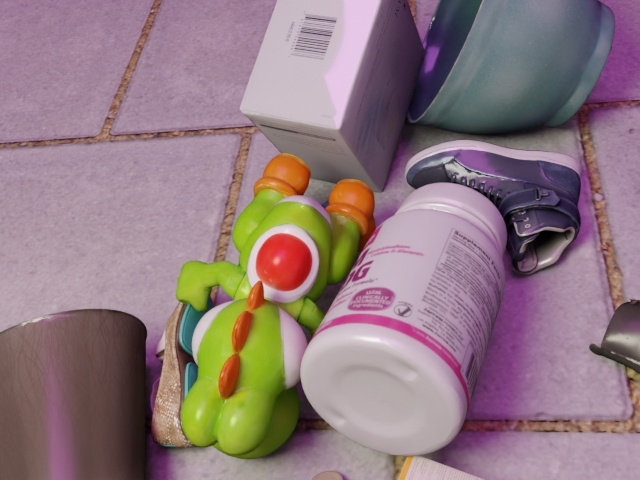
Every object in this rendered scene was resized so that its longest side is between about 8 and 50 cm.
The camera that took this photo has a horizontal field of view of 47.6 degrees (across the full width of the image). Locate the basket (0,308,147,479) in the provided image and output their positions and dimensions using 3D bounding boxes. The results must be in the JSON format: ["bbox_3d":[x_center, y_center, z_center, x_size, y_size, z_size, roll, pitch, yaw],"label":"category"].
[{"bbox_3d":[-0.267,0.213,0.762,0.204,0.154,0.227,-18,53,-4],"label":"basket"}]

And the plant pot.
[{"bbox_3d":[0.264,-0.266,0.980,0.196,0.293,0.293,19,53,-8],"label":"plant pot"}]

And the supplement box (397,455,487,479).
[{"bbox_3d":[0.127,0.249,0.701,0.098,0.062,0.036,14,55,23],"label":"supplement box"}]

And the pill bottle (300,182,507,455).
[{"bbox_3d":[0.103,0.067,0.765,0.160,0.160,0.283,11,39,20],"label":"pill bottle"}]

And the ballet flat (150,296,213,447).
[{"bbox_3d":[-0.167,0.145,0.848,0.067,0.073,0.206,-22,43,20],"label":"ballet flat"}]

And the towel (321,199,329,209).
[{"bbox_3d":[0.000,0.000,0.954,0.067,0.029,0.119,28,61,29],"label":"towel"}]

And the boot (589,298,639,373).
[{"bbox_3d":[0.395,0.070,0.774,0.137,0.077,0.198,28,69,35],"label":"boot"}]

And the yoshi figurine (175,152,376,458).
[{"bbox_3d":[-0.057,0.088,0.813,0.204,0.203,0.362,-14,38,36],"label":"yoshi figurine"}]

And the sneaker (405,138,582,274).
[{"bbox_3d":[0.210,-0.043,0.907,0.226,0.086,0.163,4,49,14],"label":"sneaker"}]

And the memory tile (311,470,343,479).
[{"bbox_3d":[-0.006,0.280,0.690,0.113,0.012,0.148,-21,22,-17],"label":"memory tile"}]

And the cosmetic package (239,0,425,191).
[{"bbox_3d":[0.029,-0.212,0.952,0.138,0.225,0.224,14,80,20],"label":"cosmetic package"}]
